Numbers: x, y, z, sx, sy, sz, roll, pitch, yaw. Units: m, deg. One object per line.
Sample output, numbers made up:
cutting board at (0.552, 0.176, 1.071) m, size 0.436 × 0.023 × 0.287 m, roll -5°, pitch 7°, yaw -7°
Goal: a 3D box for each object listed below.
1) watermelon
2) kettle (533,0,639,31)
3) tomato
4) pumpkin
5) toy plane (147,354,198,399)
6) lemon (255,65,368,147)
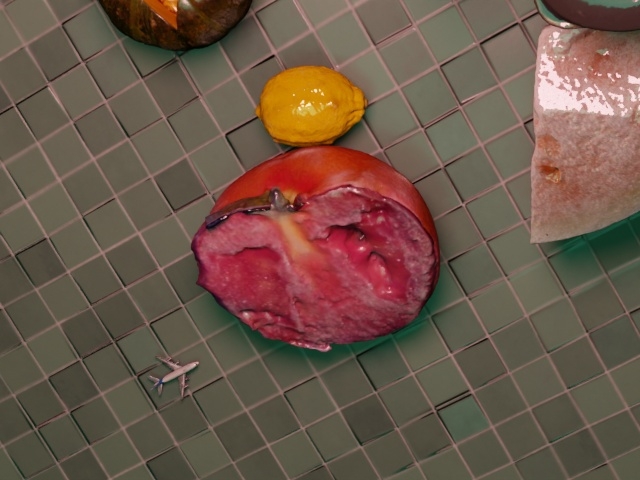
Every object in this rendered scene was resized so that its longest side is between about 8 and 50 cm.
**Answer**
watermelon at (0.363, -0.184, 1.793) m, size 0.258 × 0.228 × 0.387 m, roll 36°, pitch 119°, yaw -19°
kettle at (0.386, -0.415, 1.668) m, size 0.250 × 0.377 × 0.361 m, roll 43°, pitch 107°, yaw -4°
tomato at (-0.004, -0.001, 1.950) m, size 0.335 × 0.176 × 0.289 m, roll -14°, pitch 128°, yaw 13°
pumpkin at (-0.192, -0.368, 1.882) m, size 0.238 × 0.159 × 0.238 m, roll 0°, pitch 90°, yaw 23°
toy plane at (-0.216, 0.199, 2.107) m, size 0.084 × 0.024 × 0.078 m, roll -30°, pitch 98°, yaw 8°
lemon at (-0.013, -0.183, 1.926) m, size 0.155 × 0.114 × 0.114 m, roll -7°, pitch 104°, yaw 7°
